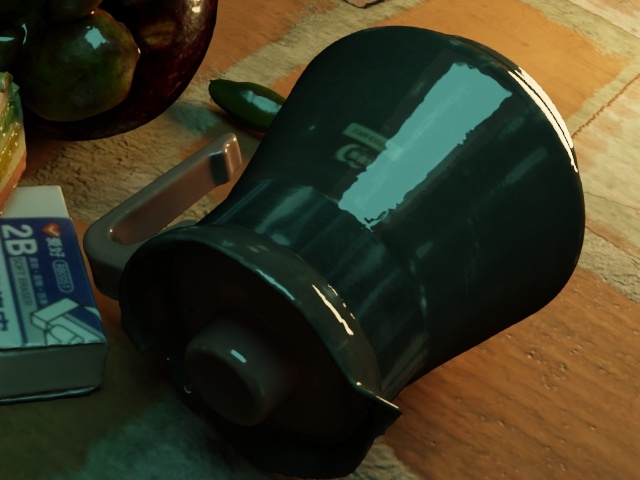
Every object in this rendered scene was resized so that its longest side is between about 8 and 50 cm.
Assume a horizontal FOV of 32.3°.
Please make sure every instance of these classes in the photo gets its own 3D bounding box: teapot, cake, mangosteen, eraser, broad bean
[{"bbox_3d":[0.000,0.000,0.943,0.376,0.305,0.362,17,42,32],"label":"teapot"},{"bbox_3d":[-0.291,-0.053,0.911,0.090,0.109,0.225,-4,40,-12],"label":"cake"},{"bbox_3d":[-0.260,-0.241,1.079,0.307,0.306,0.347,19,15,2],"label":"mangosteen"},{"bbox_3d":[-0.266,0.039,0.951,0.125,0.068,0.210,-5,43,-22],"label":"eraser"},{"bbox_3d":[-0.023,-0.124,1.245,0.255,0.046,0.065,32,54,17],"label":"broad bean"}]
